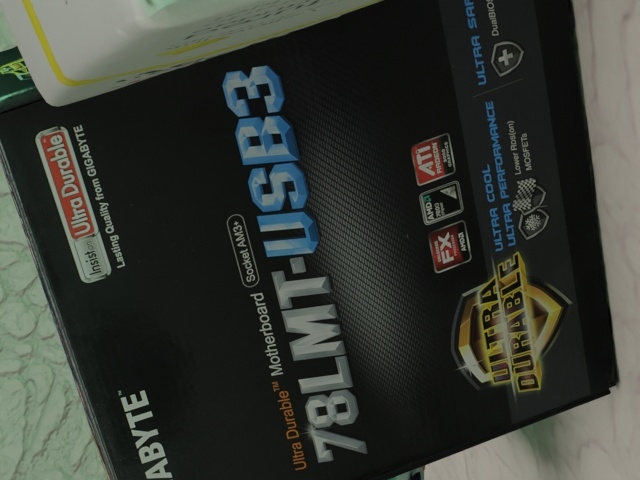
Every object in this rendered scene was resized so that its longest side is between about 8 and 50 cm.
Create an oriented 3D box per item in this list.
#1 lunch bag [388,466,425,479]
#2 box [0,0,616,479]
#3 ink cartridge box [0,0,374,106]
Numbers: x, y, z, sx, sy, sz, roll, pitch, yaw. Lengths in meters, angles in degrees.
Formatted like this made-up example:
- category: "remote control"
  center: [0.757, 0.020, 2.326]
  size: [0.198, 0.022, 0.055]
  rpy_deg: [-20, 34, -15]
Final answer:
- category: "lunch bag"
  center: [0.020, 0.067, 1.042]
  size: [0.279, 0.108, 0.224]
  rpy_deg: [-80, -13, -53]
- category: "box"
  center: [0.000, 0.000, 0.806]
  size: [0.073, 0.293, 0.295]
  rpy_deg: [-131, 25, -57]
- category: "ink cartridge box"
  center: [0.022, -0.165, 0.501]
  size: [0.385, 0.279, 0.160]
  rpy_deg: [-167, 58, -76]
